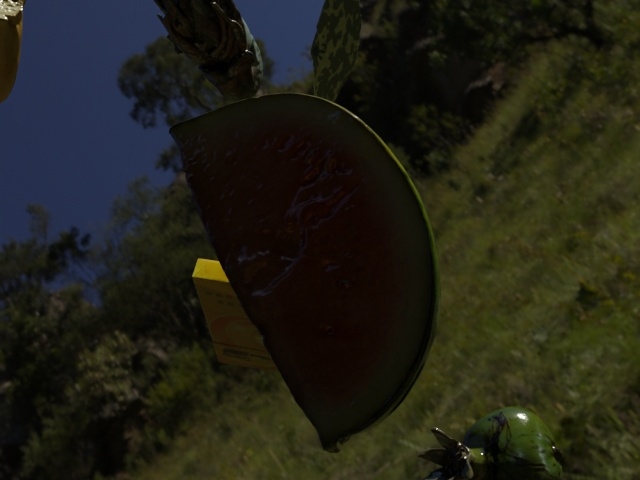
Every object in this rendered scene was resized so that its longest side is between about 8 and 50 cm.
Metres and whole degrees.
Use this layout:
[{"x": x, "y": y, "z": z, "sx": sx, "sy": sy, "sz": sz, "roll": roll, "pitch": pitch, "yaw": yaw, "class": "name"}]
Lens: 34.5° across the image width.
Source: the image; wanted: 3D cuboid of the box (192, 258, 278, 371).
[{"x": -0.098, "y": 0.121, "z": 1.560, "sx": 0.269, "sy": 0.152, "sz": 0.043, "roll": 85, "pitch": -163, "yaw": -58, "class": "box"}]

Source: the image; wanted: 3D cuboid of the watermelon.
[{"x": 0.017, "y": 0.000, "z": 0.825, "sx": 0.159, "sy": 0.303, "sz": 0.128, "roll": -35, "pitch": -23, "yaw": 13, "class": "watermelon"}]

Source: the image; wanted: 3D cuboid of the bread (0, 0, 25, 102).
[{"x": -0.444, "y": -0.260, "z": 1.304, "sx": 0.134, "sy": 0.085, "sz": 0.173, "roll": 14, "pitch": -45, "yaw": -16, "class": "bread"}]

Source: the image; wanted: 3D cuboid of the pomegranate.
[{"x": 0.232, "y": 0.298, "z": 1.387, "sx": 0.191, "sy": 0.152, "sz": 0.131, "roll": 13, "pitch": -47, "yaw": -21, "class": "pomegranate"}]

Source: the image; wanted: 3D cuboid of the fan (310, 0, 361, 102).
[{"x": 0.023, "y": -0.313, "z": 1.650, "sx": 0.131, "sy": 0.009, "sz": 0.240, "roll": -24, "pitch": -49, "yaw": -45, "class": "fan"}]

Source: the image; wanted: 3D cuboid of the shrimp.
[{"x": -0.130, "y": -0.229, "z": 1.074, "sx": 0.233, "sy": 0.090, "sz": 0.079, "roll": 45, "pitch": -132, "yaw": -47, "class": "shrimp"}]
